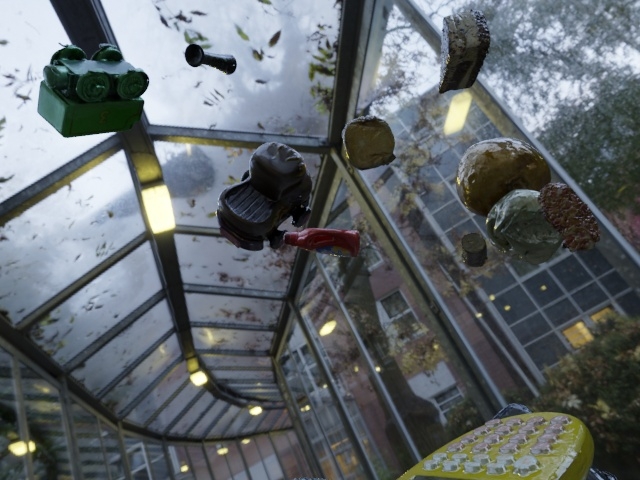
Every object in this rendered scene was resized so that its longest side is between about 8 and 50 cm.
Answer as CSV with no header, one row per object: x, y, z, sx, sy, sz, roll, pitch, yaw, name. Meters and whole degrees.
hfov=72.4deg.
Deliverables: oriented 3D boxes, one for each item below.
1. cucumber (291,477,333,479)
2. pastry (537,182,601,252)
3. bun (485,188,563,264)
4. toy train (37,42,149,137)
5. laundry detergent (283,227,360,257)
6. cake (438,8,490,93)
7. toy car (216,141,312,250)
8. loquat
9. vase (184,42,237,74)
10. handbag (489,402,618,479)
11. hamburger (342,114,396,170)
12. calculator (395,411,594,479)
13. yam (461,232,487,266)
0.046,0.600,1.021,0.293,0.067,0.067,19,-41,-9,cucumber
0.555,-0.052,0.974,0.087,0.169,0.063,-30,-18,27,pastry
0.556,-0.028,1.212,0.116,0.210,0.237,-34,-24,-24,bun
-0.526,-0.346,1.027,0.243,0.132,0.188,-33,-20,-53,toy train
0.000,0.000,0.933,0.165,0.049,0.097,5,-26,11,laundry detergent
0.392,-0.531,1.232,0.112,0.135,0.246,-7,-6,8,cake
-0.175,-0.147,1.384,0.340,0.271,0.240,-48,-14,-24,toy car
0.573,-0.205,1.391,0.276,0.276,0.284,-44,15,30,loquat
-0.290,-0.483,1.170,0.059,0.059,0.167,-40,-3,24,vase
0.422,0.448,0.805,0.181,0.254,0.181,-47,-54,-1,handbag
0.133,-0.267,1.196,0.138,0.147,0.083,-17,8,3,hamburger
0.123,0.192,0.341,0.235,0.032,0.146,-14,-13,-38,calculator
0.497,0.033,1.412,0.084,0.084,0.127,-31,-29,6,yam
